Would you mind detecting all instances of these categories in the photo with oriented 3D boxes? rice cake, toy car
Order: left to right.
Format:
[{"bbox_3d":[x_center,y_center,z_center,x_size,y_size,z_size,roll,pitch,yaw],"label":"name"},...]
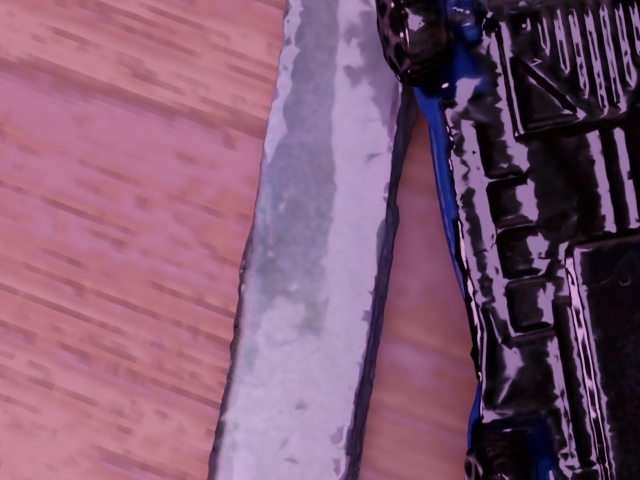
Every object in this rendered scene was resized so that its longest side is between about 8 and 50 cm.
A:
[{"bbox_3d":[0.000,0.000,0.511,0.043,0.034,0.211,8,85,5],"label":"rice cake"},{"bbox_3d":[0.073,-0.007,0.490,0.103,0.063,0.216,-10,90,-9],"label":"toy car"}]
